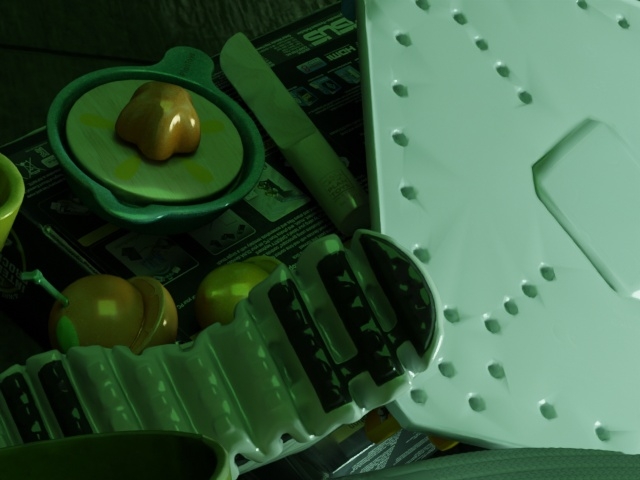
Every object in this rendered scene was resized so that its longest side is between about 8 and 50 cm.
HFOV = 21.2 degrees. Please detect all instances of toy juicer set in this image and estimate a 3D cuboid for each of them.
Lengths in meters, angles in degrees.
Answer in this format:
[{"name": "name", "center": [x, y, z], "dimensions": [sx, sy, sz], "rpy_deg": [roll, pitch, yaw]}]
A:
[{"name": "toy juicer set", "center": [-0.073, -0.036, 1.035], "dimensions": [0.209, 0.089, 0.329], "rpy_deg": [37, 44, 19]}]

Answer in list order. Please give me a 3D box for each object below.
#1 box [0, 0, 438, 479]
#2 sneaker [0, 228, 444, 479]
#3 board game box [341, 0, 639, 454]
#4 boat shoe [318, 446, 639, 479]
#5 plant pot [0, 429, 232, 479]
[{"name": "box", "center": [0.000, 0.000, 1.168], "dimensions": [0.318, 0.097, 0.395], "rpy_deg": [37, 42, 21]}, {"name": "sneaker", "center": [-0.068, 0.094, 0.906], "dimensions": [0.292, 0.118, 0.110], "rpy_deg": [-21, 77, 3]}, {"name": "board game box", "center": [0.183, -0.012, 1.146], "dimensions": [0.390, 0.050, 0.390], "rpy_deg": [16, 54, -29]}, {"name": "boat shoe", "center": [0.065, 0.187, 0.924], "dimensions": [0.335, 0.119, 0.121], "rpy_deg": [-6, 8, -1]}, {"name": "plant pot", "center": [-0.131, 0.251, 0.616], "dimensions": [0.275, 0.293, 0.275], "rpy_deg": [-14, 6, 1]}]
